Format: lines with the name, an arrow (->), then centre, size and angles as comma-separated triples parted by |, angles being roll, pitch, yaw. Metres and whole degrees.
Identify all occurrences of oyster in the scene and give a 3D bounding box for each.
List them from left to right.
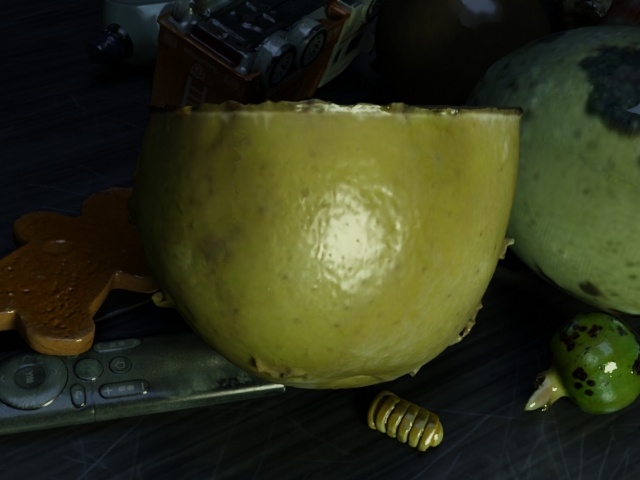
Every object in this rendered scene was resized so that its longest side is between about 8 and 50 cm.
oyster -> 0.478, -0.400, 1.850 | 0.166, 0.094, 0.294 | 24, 32, -10

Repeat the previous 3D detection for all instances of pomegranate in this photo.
pomegranate -> 0.297, 0.149, 1.220 | 0.161, 0.122, 0.122 | -29, 50, 1

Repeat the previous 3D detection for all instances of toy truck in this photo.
toy truck -> -0.068, -0.282, 1.536 | 0.173, 0.207, 0.387 | 35, 44, 14

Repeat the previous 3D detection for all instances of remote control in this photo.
remote control -> -0.232, 0.151, 1.170 | 0.377, 0.044, 0.107 | -6, 40, -16

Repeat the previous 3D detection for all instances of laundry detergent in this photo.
laundry detergent -> -0.230, -0.334, 1.623 | 0.215, 0.105, 0.280 | 21, 42, 28

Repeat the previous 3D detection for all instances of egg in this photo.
egg -> 0.374, -0.091, 1.305 | 0.428, 0.345, 0.345 | 32, 48, 27

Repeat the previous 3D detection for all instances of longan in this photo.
longan -> 0.204, -0.284, 1.552 | 0.258, 0.258, 0.258 | 5, 43, -5

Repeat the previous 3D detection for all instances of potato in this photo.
potato -> 0.000, 0.000, 1.163 | 0.442, 0.319, 0.385 | -3, 5, -44

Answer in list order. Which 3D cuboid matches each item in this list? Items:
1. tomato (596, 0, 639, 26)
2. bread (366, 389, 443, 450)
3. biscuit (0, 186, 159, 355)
tomato -> 0.544, -0.248, 1.534 | 0.316, 0.283, 0.317 | 3, 26, -2
bread -> 0.094, 0.199, 1.181 | 0.088, 0.034, 0.049 | 26, 52, 16
biscuit -> -0.284, 0.028, 1.276 | 0.205, 0.049, 0.324 | 17, 37, 10
